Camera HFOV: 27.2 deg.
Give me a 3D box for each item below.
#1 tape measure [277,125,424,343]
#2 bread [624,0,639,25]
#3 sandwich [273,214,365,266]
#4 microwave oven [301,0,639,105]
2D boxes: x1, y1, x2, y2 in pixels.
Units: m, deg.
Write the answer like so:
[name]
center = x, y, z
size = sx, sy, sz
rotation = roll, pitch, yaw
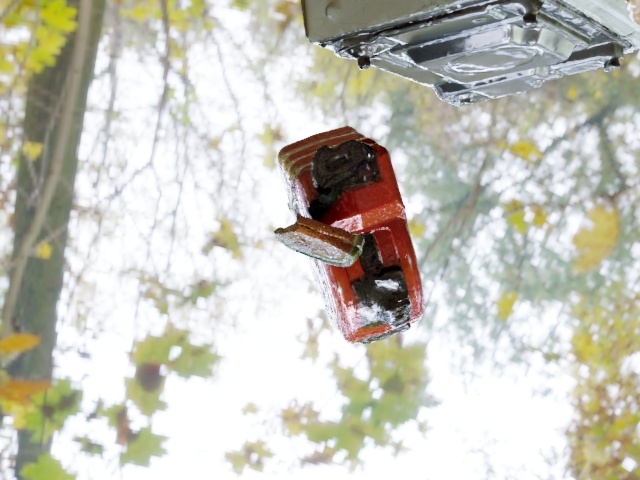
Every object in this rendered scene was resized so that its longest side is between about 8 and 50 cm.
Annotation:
[tape measure]
center = 0.034, -0.006, 1.516
size = 0.114, 0.260, 0.253
rotation = -17, -166, -4
[bread]
center = 0.355, -0.381, 1.185
size = 0.215, 0.398, 0.398
rotation = 33, -138, 12
[sandwich]
center = -0.002, 0.001, 1.369
size = 0.101, 0.069, 0.026
rotation = 17, -108, 13
[microwave oven]
center = 0.195, -0.318, 1.541
size = 0.394, 0.333, 0.247
rotation = 6, -106, -60
